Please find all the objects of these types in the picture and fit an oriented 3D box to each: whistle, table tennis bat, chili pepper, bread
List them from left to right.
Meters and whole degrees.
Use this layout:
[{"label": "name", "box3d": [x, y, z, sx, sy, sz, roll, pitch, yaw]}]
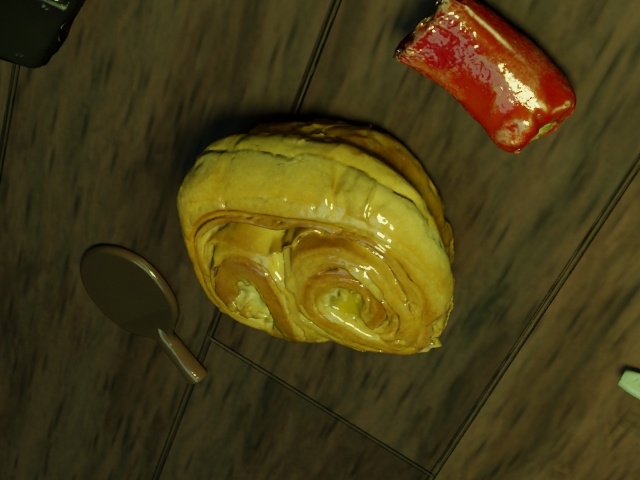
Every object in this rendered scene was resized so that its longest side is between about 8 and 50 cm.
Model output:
[{"label": "table tennis bat", "box3d": [-0.191, 0.102, 1.527, 0.107, 0.119, 0.170, -19, 114, 46]}, {"label": "bread", "box3d": [-0.001, -0.002, 1.282, 0.236, 0.120, 0.198, 7, 134, 31]}, {"label": "chili pepper", "box3d": [0.118, -0.115, 1.125, 0.123, 0.070, 0.073, 42, 97, -2]}, {"label": "whistle", "box3d": [0.283, 0.129, 1.273, 0.100, 0.035, 0.035, 25, 140, 15]}]

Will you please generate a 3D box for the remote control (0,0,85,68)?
[{"label": "remote control", "box3d": [-0.374, -0.237, 1.244, 0.399, 0.062, 0.144, 19, 141, -19]}]
